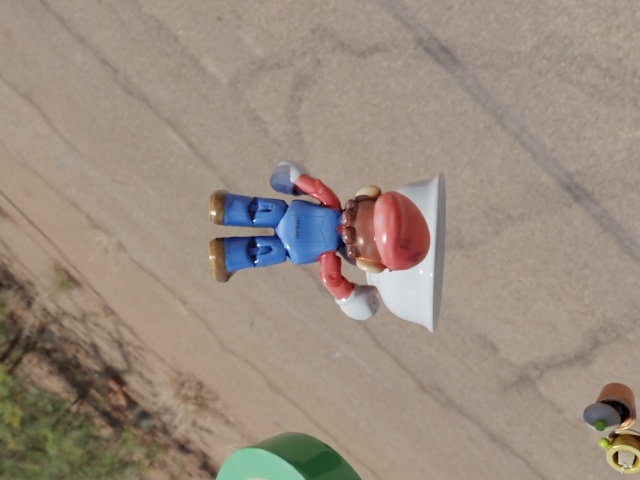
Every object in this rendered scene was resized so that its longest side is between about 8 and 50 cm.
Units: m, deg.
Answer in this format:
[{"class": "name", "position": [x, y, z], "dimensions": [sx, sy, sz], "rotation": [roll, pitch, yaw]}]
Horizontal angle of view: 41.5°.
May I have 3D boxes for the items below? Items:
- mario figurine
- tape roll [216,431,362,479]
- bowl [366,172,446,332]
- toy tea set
[{"class": "mario figurine", "position": [0.000, 0.000, 1.234], "dimensions": [0.320, 0.170, 0.198], "rotation": [2, 117, -3]}, {"class": "tape roll", "position": [-0.029, 0.429, 1.154], "dimensions": [0.321, 0.077, 0.321], "rotation": [14, 109, 47]}, {"class": "bowl", "position": [0.160, 0.019, 1.579], "dimensions": [0.134, 0.298, 0.298], "rotation": [3, 143, 11]}, {"class": "toy tea set", "position": [0.617, 0.399, 1.505], "dimensions": [0.336, 0.124, 0.200], "rotation": [26, 127, 11]}]
